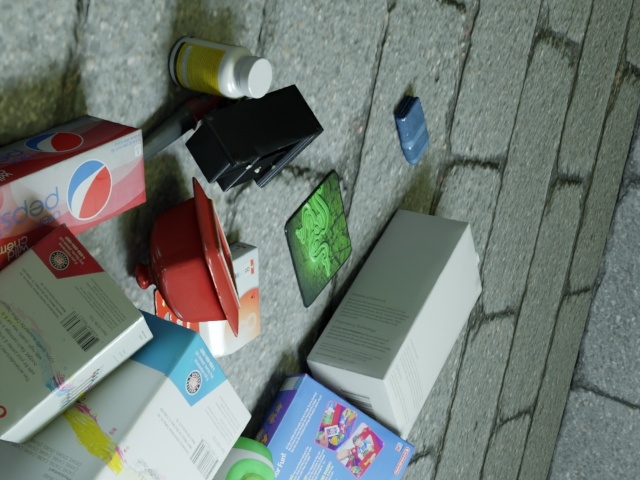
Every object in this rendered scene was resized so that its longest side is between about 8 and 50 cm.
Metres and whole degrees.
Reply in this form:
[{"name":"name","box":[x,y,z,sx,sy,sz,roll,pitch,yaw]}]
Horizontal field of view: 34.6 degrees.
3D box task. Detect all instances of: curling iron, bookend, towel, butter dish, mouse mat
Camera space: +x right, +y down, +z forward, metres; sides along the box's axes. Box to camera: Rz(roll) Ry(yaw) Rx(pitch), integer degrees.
[{"name":"curling iron","box":[-0.157,-0.146,1.278,0.274,0.035,0.068,-42,138,-43]},{"name":"bookend","box":[-0.105,-0.109,1.283,0.157,0.072,0.156,-26,172,-43]},{"name":"towel","box":[0.159,-0.193,1.801,0.067,0.029,0.119,-56,147,-28]},{"name":"butter dish","box":[-0.172,0.032,1.277,0.160,0.118,0.160,-107,-177,-47]},{"name":"mouse mat","box":[0.000,0.000,1.654,0.153,0.007,0.190,-51,143,-34]}]

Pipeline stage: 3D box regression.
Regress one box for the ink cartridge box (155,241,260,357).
[{"name":"ink cartridge box","box":[-0.150,0.099,1.412,0.179,0.045,0.145,-36,134,-50]}]

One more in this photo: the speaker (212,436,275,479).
[{"name":"speaker","box":[-0.135,0.428,1.420,0.131,0.131,0.297,67,22,-49]}]

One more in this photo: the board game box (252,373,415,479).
[{"name":"board game box","box":[-0.028,0.419,1.616,0.233,0.078,0.347,36,68,-15]}]

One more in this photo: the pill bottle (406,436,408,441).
[{"name":"pill bottle","box":[0.079,0.432,1.887,0.130,0.130,0.246,-6,110,-59]}]

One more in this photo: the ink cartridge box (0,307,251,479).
[{"name":"ink cartridge box","box":[-0.251,0.230,1.150,0.270,0.197,0.198,-57,147,-27]}]

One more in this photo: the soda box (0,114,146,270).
[{"name":"soda box","box":[-0.296,-0.046,1.046,0.263,0.083,0.092,-34,133,-49]}]

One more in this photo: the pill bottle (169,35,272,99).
[{"name":"pill bottle","box":[-0.118,-0.205,1.231,0.065,0.116,0.065,-34,132,-48]}]

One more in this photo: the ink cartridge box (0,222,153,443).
[{"name":"ink cartridge box","box":[-0.277,0.097,1.021,0.176,0.128,0.127,-40,173,-13]}]

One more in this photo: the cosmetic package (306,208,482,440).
[{"name":"cosmetic package","box":[0.142,0.143,1.796,0.366,0.155,0.197,-57,145,-35]}]
